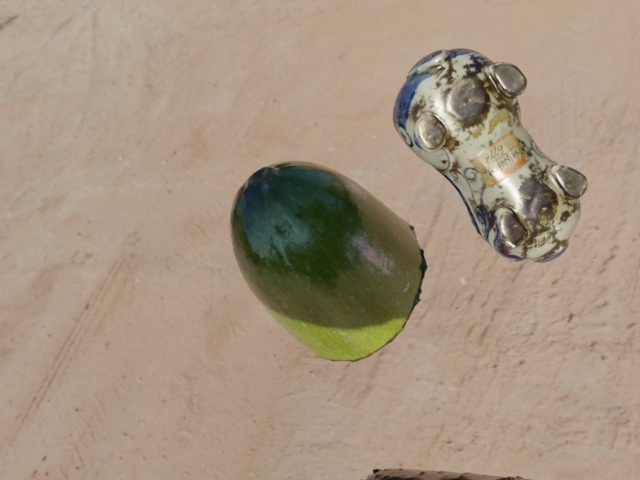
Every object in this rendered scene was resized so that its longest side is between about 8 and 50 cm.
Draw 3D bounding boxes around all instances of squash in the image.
[{"bbox_3d":[-0.022,0.019,0.953,0.310,0.309,0.310,-16,58,29],"label":"squash"}]

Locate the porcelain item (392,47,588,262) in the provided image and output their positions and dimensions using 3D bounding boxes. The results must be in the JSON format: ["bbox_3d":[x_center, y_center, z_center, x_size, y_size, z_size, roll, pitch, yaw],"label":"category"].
[{"bbox_3d":[0.204,-0.102,0.710,0.138,0.288,0.186,-38,5,4],"label":"porcelain item"}]

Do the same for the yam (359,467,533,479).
[{"bbox_3d":[0.139,0.292,0.567,0.129,0.128,0.238,-47,12,-36],"label":"yam"}]
